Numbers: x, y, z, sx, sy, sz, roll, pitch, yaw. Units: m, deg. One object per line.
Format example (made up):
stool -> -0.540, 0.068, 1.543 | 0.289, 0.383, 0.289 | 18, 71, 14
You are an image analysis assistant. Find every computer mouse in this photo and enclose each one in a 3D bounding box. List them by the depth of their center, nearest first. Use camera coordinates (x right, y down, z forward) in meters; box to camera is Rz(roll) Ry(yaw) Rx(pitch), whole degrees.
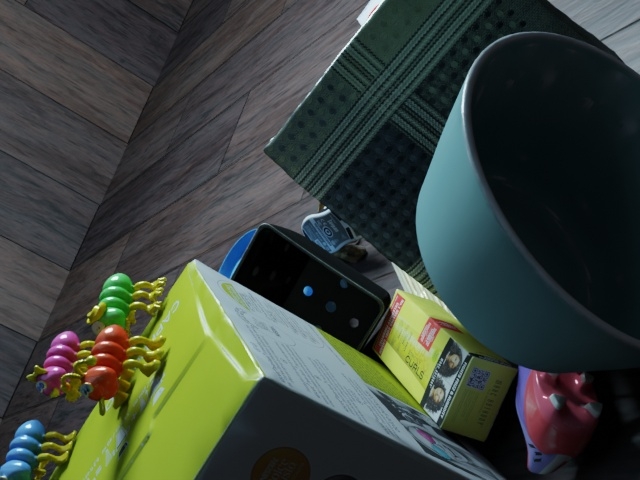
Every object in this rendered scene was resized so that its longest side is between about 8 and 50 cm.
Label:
computer mouse -> 0.038, -0.034, 1.428 | 0.042, 0.106, 0.193 | -43, 11, -33

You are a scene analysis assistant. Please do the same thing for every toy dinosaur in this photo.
toy dinosaur -> 0.000, 0.000, 1.555 | 0.211, 0.064, 0.112 | -8, 56, 62

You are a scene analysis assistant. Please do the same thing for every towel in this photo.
towel -> 0.151, -0.119, 1.052 | 0.324, 0.312, 0.056 | -48, 10, 19

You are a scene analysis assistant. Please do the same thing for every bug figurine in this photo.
bug figurine -> -0.261, 0.147, 1.054 | 0.279, 0.072, 0.216 | -45, 23, 32

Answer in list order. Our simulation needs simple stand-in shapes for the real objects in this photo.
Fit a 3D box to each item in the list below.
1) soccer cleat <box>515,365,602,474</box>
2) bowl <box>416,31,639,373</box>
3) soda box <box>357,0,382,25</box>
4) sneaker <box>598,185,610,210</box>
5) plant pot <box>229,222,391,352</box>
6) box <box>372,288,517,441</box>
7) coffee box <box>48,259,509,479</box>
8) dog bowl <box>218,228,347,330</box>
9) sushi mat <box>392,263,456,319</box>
soccer cleat -> 0.220, 0.112, 0.969 | 0.248, 0.083, 0.095 | -85, 14, -51
bowl -> 0.208, -0.008, 0.861 | 0.163, 0.311, 0.312 | -46, 25, 47
soda box -> 0.129, -0.366, 1.717 | 0.069, 0.073, 0.216 | -51, 24, 17
sneaker -> 0.351, -0.110, 0.955 | 0.236, 0.095, 0.104 | -56, 31, 6
plant pot -> -0.013, 0.096, 1.280 | 0.188, 0.187, 0.167 | -61, -15, 15
box -> 0.130, 0.130, 1.088 | 0.087, 0.058, 0.232 | -67, 18, 9
coffee box -> -0.057, 0.274, 0.996 | 0.338, 0.334, 0.338 | -57, 23, 4
dog bowl -> -0.062, 0.082, 1.517 | 0.297, 0.074, 0.166 | 18, 83, 58
sushi mat -> 0.163, 0.029, 1.251 | 0.151, 0.019, 0.317 | -52, 24, 18
